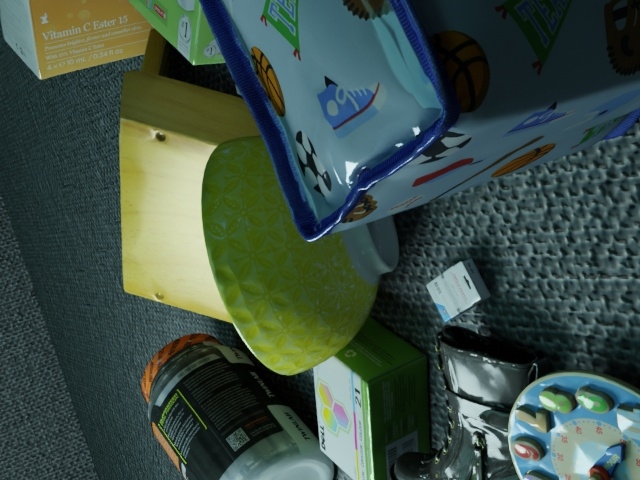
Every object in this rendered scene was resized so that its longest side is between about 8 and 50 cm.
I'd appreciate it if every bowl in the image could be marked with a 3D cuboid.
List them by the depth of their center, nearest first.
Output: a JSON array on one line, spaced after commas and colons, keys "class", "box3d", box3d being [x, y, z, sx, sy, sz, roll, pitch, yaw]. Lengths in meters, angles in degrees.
[{"class": "bowl", "box3d": [0.000, 0.000, 1.128, 0.156, 0.289, 0.289, -16, 95, 19]}]

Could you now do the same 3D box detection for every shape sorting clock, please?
[{"class": "shape sorting clock", "box3d": [0.267, 0.218, 0.913, 0.206, 0.040, 0.206, 20, 123, 33]}]

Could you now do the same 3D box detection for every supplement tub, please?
[{"class": "supplement tub", "box3d": [-0.148, 0.313, 1.580, 0.338, 0.207, 0.207, 44, 143, 40]}]

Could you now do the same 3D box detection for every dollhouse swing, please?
[{"class": "dollhouse swing", "box3d": [-0.170, -0.114, 1.496, 0.315, 0.305, 0.346, 15, 133, 7]}]

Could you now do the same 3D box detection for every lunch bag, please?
[{"class": "lunch bag", "box3d": [0.080, -0.243, 0.672, 0.239, 0.328, 0.385, -40, 71, 56]}]

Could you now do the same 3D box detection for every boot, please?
[{"class": "boot", "box3d": [0.165, 0.202, 1.086, 0.263, 0.091, 0.229, 3, 110, 49]}]

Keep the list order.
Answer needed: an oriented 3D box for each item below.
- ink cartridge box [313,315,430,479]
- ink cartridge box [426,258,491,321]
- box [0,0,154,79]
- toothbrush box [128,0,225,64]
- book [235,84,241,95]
[{"class": "ink cartridge box", "box3d": [0.031, 0.193, 1.298, 0.255, 0.097, 0.188, 31, 134, 49]}, {"class": "ink cartridge box", "box3d": [0.155, 0.052, 1.055, 0.048, 0.028, 0.083, 64, 152, 11]}, {"class": "box", "box3d": [-0.384, -0.456, 1.484, 0.168, 0.215, 0.345, 44, 143, 39]}, {"class": "toothbrush box", "box3d": [-0.126, -0.377, 1.128, 0.206, 0.122, 0.283, 46, 137, 43]}, {"class": "book", "box3d": [-0.084, -0.251, 1.280, 0.096, 0.035, 0.144, 33, 136, 44]}]
